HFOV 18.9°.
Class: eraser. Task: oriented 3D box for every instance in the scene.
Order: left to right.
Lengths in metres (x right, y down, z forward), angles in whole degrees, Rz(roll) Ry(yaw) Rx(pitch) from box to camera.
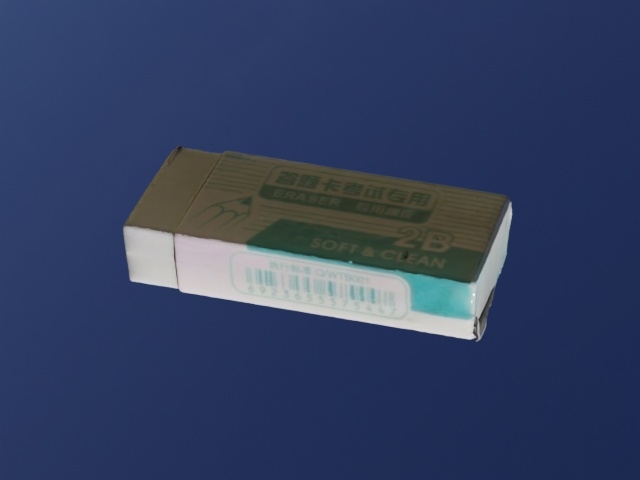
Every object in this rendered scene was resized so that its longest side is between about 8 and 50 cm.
[{"bbox_3d":[0.000,0.000,1.192,0.225,0.052,0.095,9,-141,16],"label":"eraser"}]
